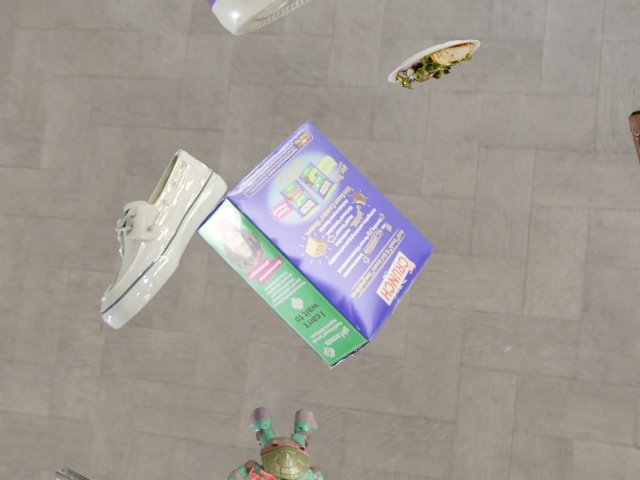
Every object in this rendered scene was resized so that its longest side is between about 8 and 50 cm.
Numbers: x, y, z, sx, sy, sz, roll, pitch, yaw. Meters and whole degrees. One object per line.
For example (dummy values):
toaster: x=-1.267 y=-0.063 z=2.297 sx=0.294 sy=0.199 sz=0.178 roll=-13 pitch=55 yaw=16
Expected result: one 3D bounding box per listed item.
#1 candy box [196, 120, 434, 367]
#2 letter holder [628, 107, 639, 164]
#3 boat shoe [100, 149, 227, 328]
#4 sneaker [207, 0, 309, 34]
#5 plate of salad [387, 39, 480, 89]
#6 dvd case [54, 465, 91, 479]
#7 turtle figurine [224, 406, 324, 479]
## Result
candy box: x=0.000 y=0.000 z=1.326 sx=0.317 sy=0.268 sz=0.122 roll=45 pitch=135 yaw=-3
letter holder: x=0.403 y=-0.048 z=0.655 sx=0.152 sy=0.302 sz=0.214 roll=-8 pitch=103 yaw=45
boat shoe: x=-0.183 y=-0.008 z=0.852 sx=0.076 sy=0.226 sz=0.083 roll=43 pitch=133 yaw=-16
sneaker: x=-0.009 y=-0.350 z=0.675 sx=0.323 sy=0.130 sz=0.236 roll=-32 pitch=94 yaw=0
plate of salad: x=0.235 y=-0.357 z=1.644 sx=0.200 sy=0.200 sz=0.048 roll=-21 pitch=87 yaw=11
dvd case: x=-0.256 y=0.401 z=1.001 sx=0.164 sy=0.018 sz=0.221 roll=9 pitch=115 yaw=40
turtle figurine: x=-0.059 y=0.361 z=1.266 sx=0.175 sy=0.234 sz=0.118 roll=20 pitch=117 yaw=-12
